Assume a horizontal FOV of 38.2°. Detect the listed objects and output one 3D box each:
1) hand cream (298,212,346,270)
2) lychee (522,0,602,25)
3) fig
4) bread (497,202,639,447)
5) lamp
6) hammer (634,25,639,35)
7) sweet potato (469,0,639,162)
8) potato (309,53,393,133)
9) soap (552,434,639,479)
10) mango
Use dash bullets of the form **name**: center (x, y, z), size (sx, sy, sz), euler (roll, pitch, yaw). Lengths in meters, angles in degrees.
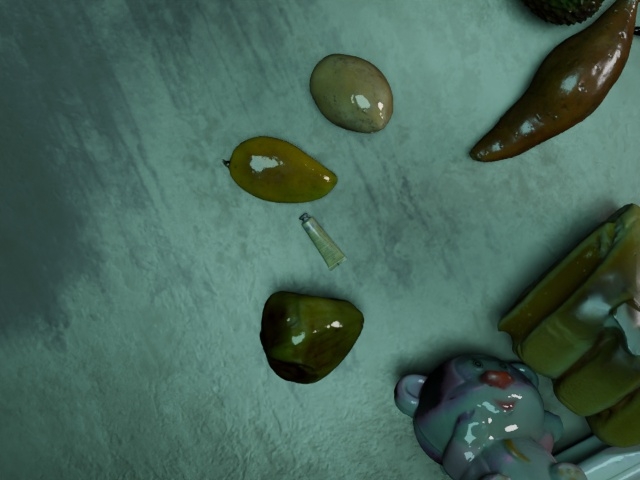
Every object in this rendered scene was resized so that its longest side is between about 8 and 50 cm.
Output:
- **hand cream**: center (0.000, 0.000, 1.509), size (0.035, 0.022, 0.102), euler (-36, 100, 4)
- **lychee**: center (0.368, -0.406, 1.392), size (0.171, 0.171, 0.171), euler (0, 96, 1)
- **fig**: center (-0.015, 0.142, 1.463), size (0.165, 0.144, 0.154), euler (-22, 79, -16)
- **bread**: center (0.478, 0.157, 1.416), size (0.300, 0.210, 0.341), euler (-40, 91, 9)
- **lamp**: center (0.261, 0.328, 1.421), size (0.247, 0.301, 0.248), euler (-7, 136, -15)
- **hammer**: center (0.455, -0.502, 1.435), size (0.152, 0.044, 0.427), euler (-36, 93, 5)
- **sweet potato**: center (0.384, -0.240, 1.429), size (0.112, 0.112, 0.359), euler (38, 100, -3)
- **potato**: center (0.052, -0.230, 1.443), size (0.147, 0.112, 0.112), euler (38, 96, 4)
- **soap**: center (0.463, 0.432, 1.496), size (0.346, 0.115, 0.208), euler (-30, 96, 4)
- **mango**: center (-0.065, -0.109, 1.479), size (0.187, 0.066, 0.101), euler (17, 97, -9)
